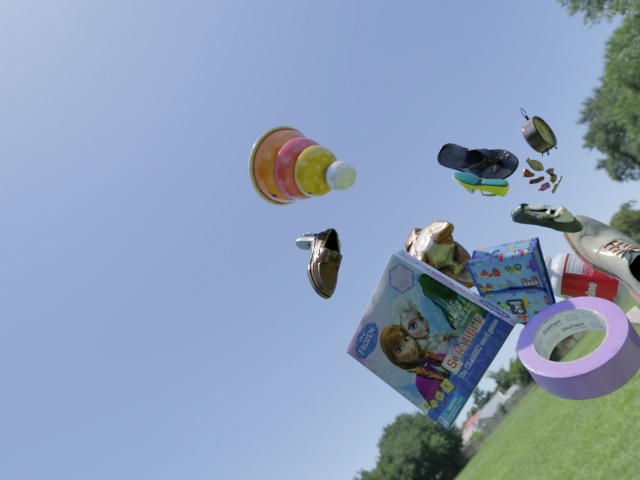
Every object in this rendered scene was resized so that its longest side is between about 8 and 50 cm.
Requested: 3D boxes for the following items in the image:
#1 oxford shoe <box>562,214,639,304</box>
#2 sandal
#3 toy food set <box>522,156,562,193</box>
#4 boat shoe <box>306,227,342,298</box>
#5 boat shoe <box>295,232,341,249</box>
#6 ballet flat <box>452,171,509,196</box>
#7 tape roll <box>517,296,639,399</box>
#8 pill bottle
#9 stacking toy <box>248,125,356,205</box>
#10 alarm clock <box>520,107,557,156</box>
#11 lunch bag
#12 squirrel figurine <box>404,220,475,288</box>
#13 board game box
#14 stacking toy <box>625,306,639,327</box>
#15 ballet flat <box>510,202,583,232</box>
[{"bbox_3d":[0.863,0.039,1.222,0.140,0.397,0.146,-40,-40,3],"label":"oxford shoe"},{"bbox_3d":[0.767,-0.398,2.183,0.107,0.446,0.167,7,-79,-42],"label":"sandal"},{"bbox_3d":[0.636,-0.183,1.246,0.019,0.122,0.077,-90,23,-81],"label":"toy food set"},{"bbox_3d":[0.022,0.071,1.600,0.111,0.307,0.104,28,-54,-30],"label":"boat shoe"},{"bbox_3d":[0.000,0.000,1.817,0.076,0.229,0.080,-56,-52,-35],"label":"boat shoe"},{"bbox_3d":[0.661,-0.225,1.797,0.077,0.231,0.077,-49,-37,-39],"label":"ballet flat"},{"bbox_3d":[0.669,0.275,1.131,0.275,0.090,0.275,-38,15,12],"label":"tape roll"},{"bbox_3d":[1.289,0.185,2.131,0.229,0.408,0.228,-15,-71,-53],"label":"pill bottle"},{"bbox_3d":[-0.042,-0.285,1.769,0.351,0.480,0.350,-12,-70,-36],"label":"stacking toy"},{"bbox_3d":[0.750,-0.383,1.510,0.129,0.192,0.064,-27,-4,-43],"label":"alarm clock"},{"bbox_3d":[0.662,0.163,1.476,0.221,0.293,0.138,-16,11,37],"label":"lunch bag"},{"bbox_3d":[0.620,0.092,2.153,0.371,0.397,0.281,29,-89,-17],"label":"squirrel figurine"},{"bbox_3d":[0.253,0.236,1.058,0.066,0.318,0.318,-11,-53,-54],"label":"board game box"},{"bbox_3d":[1.132,0.193,1.351,0.309,0.280,0.130,-38,-57,-23],"label":"stacking toy"},{"bbox_3d":[0.644,-0.068,1.213,0.074,0.203,0.074,10,-90,-85],"label":"ballet flat"}]
